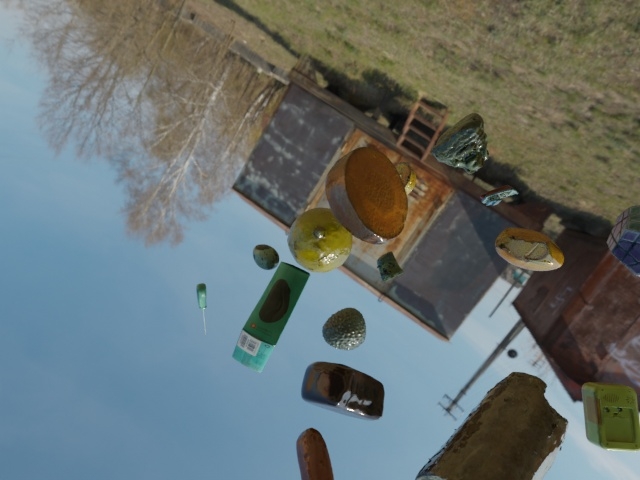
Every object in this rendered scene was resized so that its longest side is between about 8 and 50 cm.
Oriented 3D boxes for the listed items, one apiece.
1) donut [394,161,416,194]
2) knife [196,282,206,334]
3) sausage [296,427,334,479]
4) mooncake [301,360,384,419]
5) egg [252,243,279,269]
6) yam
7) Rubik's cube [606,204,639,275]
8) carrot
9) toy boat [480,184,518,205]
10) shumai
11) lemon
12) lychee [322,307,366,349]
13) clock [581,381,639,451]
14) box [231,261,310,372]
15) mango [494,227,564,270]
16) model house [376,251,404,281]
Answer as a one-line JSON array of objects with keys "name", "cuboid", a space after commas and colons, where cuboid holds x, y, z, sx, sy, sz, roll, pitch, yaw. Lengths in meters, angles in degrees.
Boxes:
[{"name": "donut", "cuboid": [0.393, -0.291, 1.971, 0.078, 0.146, 0.181, 25, -145, -28]}, {"name": "knife", "cuboid": [-0.437, 0.252, 1.536, 0.034, 0.260, 0.063, -8, -136, -20]}, {"name": "sausage", "cuboid": [-0.015, 0.764, 1.381, 0.113, 0.113, 0.259, 22, -142, -37]}, {"name": "mooncake", "cuboid": [0.090, 0.576, 1.606, 0.325, 0.174, 0.334, 18, 154, 0]}, {"name": "egg", "cuboid": [-0.198, 0.058, 1.493, 0.110, 0.085, 0.085, 47, -163, 20]}, {"name": "yam", "cuboid": [0.254, 0.305, 0.600, 0.238, 0.128, 0.129, -28, -146, -36]}, {"name": "Rubik's cube", "cuboid": [1.296, -0.001, 1.605, 0.319, 0.319, 0.264, 30, -176, -9]}, {"name": "carrot", "cuboid": [0.146, -0.131, 1.256, 0.258, 0.100, 0.308, 0, -110, -31]}, {"name": "toy boat", "cuboid": [0.806, -0.201, 1.864, 0.069, 0.172, 0.059, 98, 153, -68]}, {"name": "shumai", "cuboid": [0.638, -0.408, 1.816, 0.218, 0.256, 0.189, 50, -134, -3]}, {"name": "lemon", "cuboid": [0.000, 0.000, 1.585, 0.260, 0.284, 0.261, 7, -122, -12]}, {"name": "lychee", "cuboid": [0.142, 0.515, 2.425, 0.274, 0.256, 0.255, 2, -157, -20]}, {"name": "clock", "cuboid": [0.967, 0.583, 1.383, 0.143, 0.202, 0.096, 1, 169, 7]}, {"name": "box", "cuboid": [-0.161, 0.246, 1.371, 0.118, 0.205, 0.311, 28, -134, -1]}, {"name": "mango", "cuboid": [0.787, 0.037, 1.560, 0.252, 0.154, 0.126, 22, -141, 6]}, {"name": "model house", "cuboid": [0.223, 0.086, 1.379, 0.066, 0.078, 0.083, 134, 113, -80]}]
